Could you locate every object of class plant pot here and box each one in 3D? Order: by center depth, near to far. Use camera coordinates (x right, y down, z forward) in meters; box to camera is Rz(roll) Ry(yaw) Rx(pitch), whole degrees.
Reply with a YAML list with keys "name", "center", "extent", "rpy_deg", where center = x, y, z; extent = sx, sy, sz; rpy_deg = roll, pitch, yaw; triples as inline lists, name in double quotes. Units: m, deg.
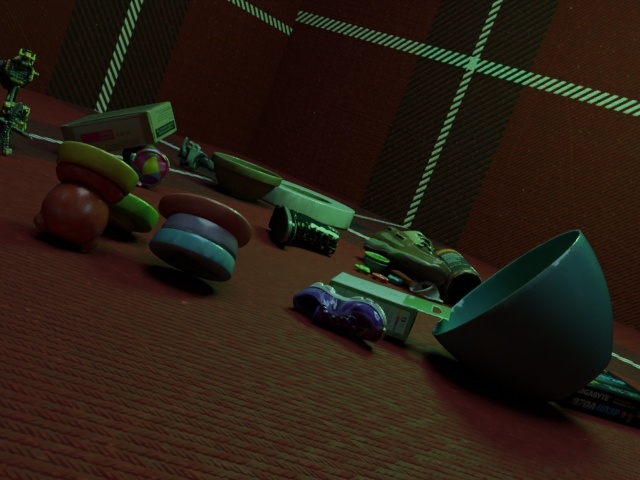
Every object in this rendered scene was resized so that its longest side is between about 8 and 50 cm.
- name: "plant pot"
  center: [0.358, 0.145, 1.162]
  extent: [0.195, 0.290, 0.290]
  rpy_deg: [53, 11, 2]
- name: "plant pot"
  center: [-0.252, -0.197, 2.302]
  extent: [0.237, 0.109, 0.237]
  rpy_deg: [22, 8, -3]

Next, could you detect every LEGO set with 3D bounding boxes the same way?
- name: "LEGO set"
  center: [-0.734, -0.344, 1.462]
  extent: [0.331, 0.255, 0.192]
  rpy_deg: [30, -25, -33]

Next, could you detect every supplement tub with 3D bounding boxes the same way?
- name: "supplement tub"
  center: [0.347, 0.087, 1.882]
  extent: [0.106, 0.106, 0.198]
  rpy_deg: [19, 18, -19]

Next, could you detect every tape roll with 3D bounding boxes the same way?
- name: "tape roll"
  center: [-0.066, -0.144, 2.587]
  extent: [0.392, 0.072, 0.392]
  rpy_deg: [20, 8, -3]

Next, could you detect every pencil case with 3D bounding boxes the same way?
- name: "pencil case"
  center: [-0.457, -0.202, 1.837]
  extent: [0.104, 0.104, 0.236]
  rpy_deg: [18, 7, -22]

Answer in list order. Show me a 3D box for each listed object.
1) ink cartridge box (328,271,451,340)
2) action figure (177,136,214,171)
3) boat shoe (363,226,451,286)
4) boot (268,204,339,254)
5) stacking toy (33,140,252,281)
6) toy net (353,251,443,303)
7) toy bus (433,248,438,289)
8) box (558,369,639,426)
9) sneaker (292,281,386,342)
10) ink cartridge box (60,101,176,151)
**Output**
- name: "ink cartridge box"
  center: [0.116, 0.121, 1.231]
  extent: [0.209, 0.062, 0.109]
  rpy_deg: [18, 7, 10]
- name: "action figure"
  center: [-0.354, -0.253, 2.473]
  extent: [0.285, 0.099, 0.185]
  rpy_deg: [25, -1, -1]
- name: "boat shoe"
  center: [0.239, 0.026, 1.887]
  extent: [0.123, 0.116, 0.324]
  rpy_deg: [51, -13, -32]
- name: "boot"
  center: [-0.032, -0.019, 1.772]
  extent: [0.179, 0.085, 0.236]
  rpy_deg: [22, 7, -13]
- name: "stacking toy"
  center: [-0.279, -0.003, 1.112]
  extent: [0.309, 0.130, 0.279]
  rpy_deg: [23, -19, -9]
- name: "toy net"
  center: [0.203, 0.093, 1.779]
  extent: [0.232, 0.045, 0.122]
  rpy_deg: [24, 7, 15]
- name: "toy bus"
  center: [0.365, 0.081, 2.075]
  extent: [0.191, 0.104, 0.202]
  rpy_deg: [27, 10, 36]
- name: "box"
  center: [0.495, 0.271, 1.316]
  extent: [0.220, 0.051, 0.175]
  rpy_deg: [18, 8, -18]
- name: "sneaker"
  center: [0.027, 0.120, 1.121]
  extent: [0.170, 0.068, 0.071]
  rpy_deg: [16, 19, 34]
- name: "ink cartridge box"
  center: [-0.513, -0.288, 1.827]
  extent: [0.235, 0.088, 0.193]
  rpy_deg: [-8, 18, 8]
